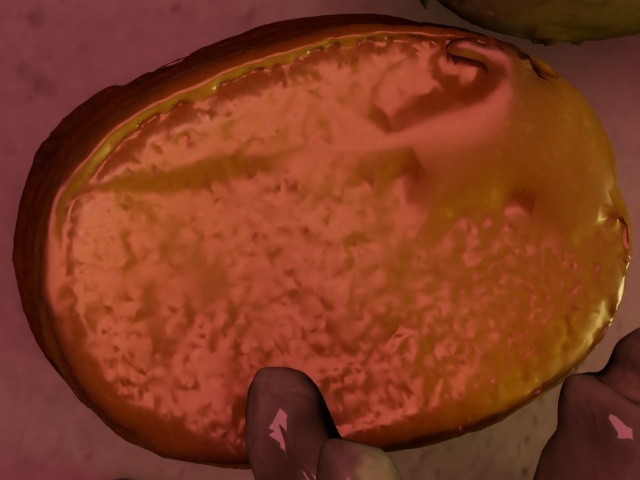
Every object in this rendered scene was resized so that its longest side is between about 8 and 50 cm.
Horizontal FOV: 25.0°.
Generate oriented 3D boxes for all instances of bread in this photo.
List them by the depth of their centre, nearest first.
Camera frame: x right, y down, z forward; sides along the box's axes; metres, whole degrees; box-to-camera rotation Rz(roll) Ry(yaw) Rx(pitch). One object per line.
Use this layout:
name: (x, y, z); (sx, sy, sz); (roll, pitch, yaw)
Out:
bread: (0.000, 0.000, 0.634); (0.269, 0.142, 0.195); (-12, 97, -6)

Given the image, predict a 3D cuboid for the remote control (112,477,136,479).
remote control: (-0.097, 0.241, 0.664); (0.103, 0.034, 0.250); (19, 85, 1)

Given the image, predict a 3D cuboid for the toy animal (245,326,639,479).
toy animal: (0.127, 0.197, 0.535); (0.302, 0.194, 0.344); (-1, 98, -17)

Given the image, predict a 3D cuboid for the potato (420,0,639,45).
potato: (0.180, -0.220, 0.583); (0.359, 0.269, 0.219); (-41, 103, -17)
